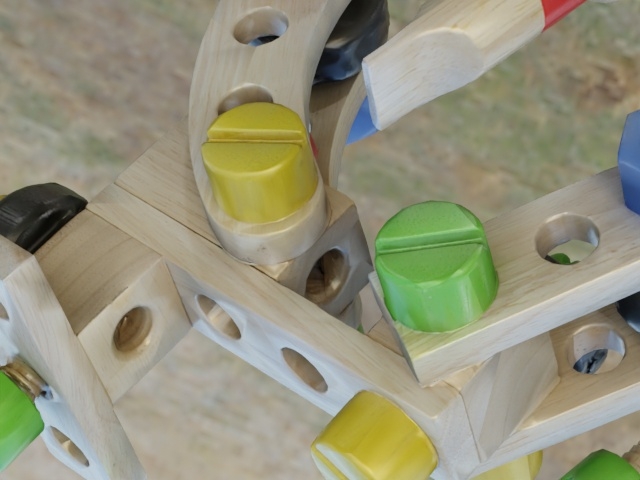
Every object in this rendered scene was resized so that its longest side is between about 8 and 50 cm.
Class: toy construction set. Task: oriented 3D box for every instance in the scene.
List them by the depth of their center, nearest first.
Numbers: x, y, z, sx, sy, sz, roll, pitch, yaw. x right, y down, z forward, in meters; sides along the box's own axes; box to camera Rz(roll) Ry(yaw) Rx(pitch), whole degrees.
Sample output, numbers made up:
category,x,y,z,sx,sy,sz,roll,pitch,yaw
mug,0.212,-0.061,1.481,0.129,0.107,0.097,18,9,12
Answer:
category,x,y,z,sx,sy,sz,roll,pitch,yaw
toy construction set,0.000,0.000,0.618,0.257,0.237,0.309,48,158,14
